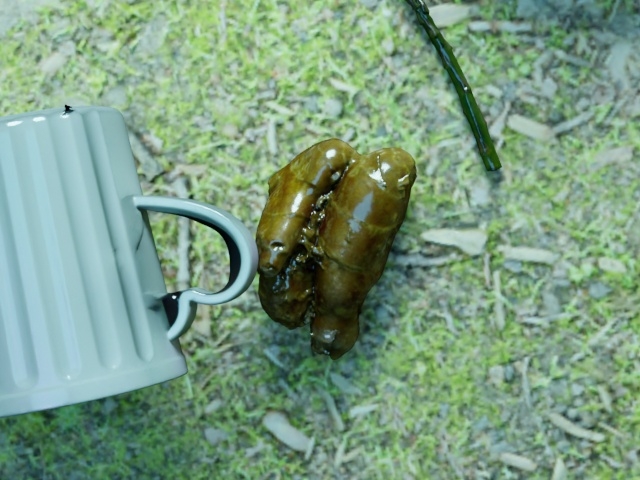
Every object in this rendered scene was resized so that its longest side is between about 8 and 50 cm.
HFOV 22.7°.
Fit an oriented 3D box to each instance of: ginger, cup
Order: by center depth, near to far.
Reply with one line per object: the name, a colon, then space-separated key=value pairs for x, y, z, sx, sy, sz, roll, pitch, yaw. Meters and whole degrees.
cup: x=-0.170 y=0.011 z=1.133 sx=0.221 sy=0.167 sz=0.202 roll=-11 pitch=91 yaw=-20
ginger: x=0.000 y=0.000 z=1.141 sx=0.103 sy=0.073 sz=0.162 roll=20 pitch=98 yaw=6

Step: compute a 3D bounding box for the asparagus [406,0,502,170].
asparagus: x=0.093 y=-0.124 z=1.148 sx=0.016 sy=0.016 sz=0.163 roll=-25 pitch=92 yaw=27
